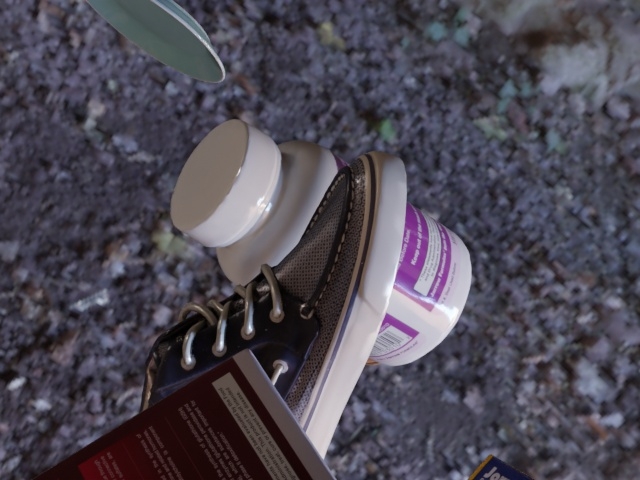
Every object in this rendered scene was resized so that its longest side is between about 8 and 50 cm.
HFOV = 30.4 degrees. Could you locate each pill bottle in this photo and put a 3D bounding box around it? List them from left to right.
[{"bbox_3d":[0.000,0.000,1.224,0.301,0.169,0.169,32,34,-31],"label":"pill bottle"}]

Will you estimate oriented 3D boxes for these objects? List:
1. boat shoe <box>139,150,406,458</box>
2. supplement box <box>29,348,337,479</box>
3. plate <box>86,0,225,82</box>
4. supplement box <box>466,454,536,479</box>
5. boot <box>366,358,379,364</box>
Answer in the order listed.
[{"bbox_3d":[-0.050,0.074,0.971,0.158,0.341,0.127,14,16,-14],"label":"boat shoe"},{"bbox_3d":[-0.109,0.189,0.731,0.239,0.073,0.130,-30,61,-11],"label":"supplement box"},{"bbox_3d":[-0.173,-0.230,1.230,0.188,0.188,0.024,34,79,-2],"label":"plate"},{"bbox_3d":[0.159,0.431,1.189,0.195,0.356,0.194,50,-13,-24],"label":"supplement box"},{"bbox_3d":[-0.004,0.119,1.385,0.152,0.197,0.073,0,81,-51],"label":"boot"}]
